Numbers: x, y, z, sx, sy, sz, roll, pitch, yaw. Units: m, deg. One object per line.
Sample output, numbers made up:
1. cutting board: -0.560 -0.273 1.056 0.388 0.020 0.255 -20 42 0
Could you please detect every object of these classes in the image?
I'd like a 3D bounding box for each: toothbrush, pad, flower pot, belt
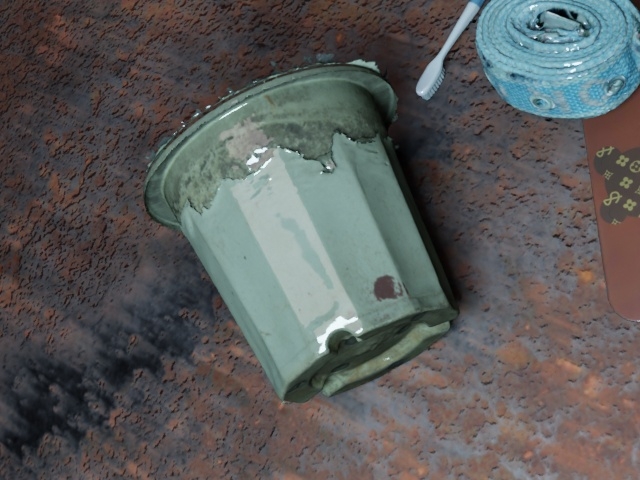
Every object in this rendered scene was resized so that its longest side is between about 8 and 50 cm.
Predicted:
1. toothbrush: 0.178 -0.272 1.173 0.019 0.025 0.276 28 85 31
2. pad: 0.339 -0.063 0.999 0.181 0.004 0.267 -14 64 26
3. flower pot: 0.000 0.000 1.043 0.290 0.290 0.259 -34 68 16
4. belt: 0.236 -0.188 1.063 0.147 0.082 0.163 -32 47 9
